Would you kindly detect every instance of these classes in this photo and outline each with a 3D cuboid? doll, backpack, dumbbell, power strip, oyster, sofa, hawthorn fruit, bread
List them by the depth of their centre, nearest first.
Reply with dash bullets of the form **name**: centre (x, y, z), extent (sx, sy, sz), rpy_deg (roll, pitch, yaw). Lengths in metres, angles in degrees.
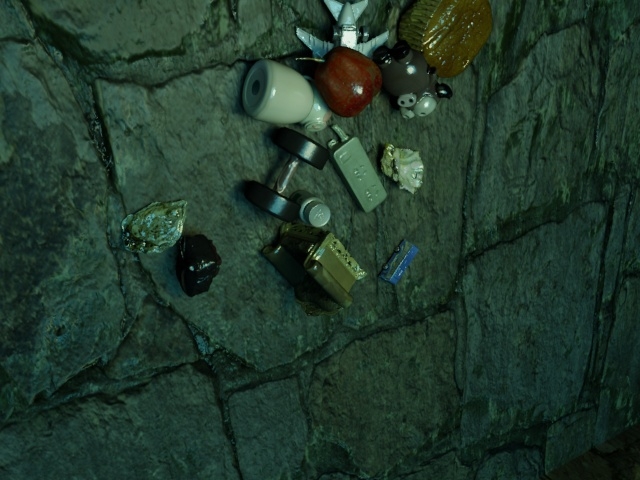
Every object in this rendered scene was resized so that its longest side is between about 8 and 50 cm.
- **hawthorn fruit**: centre (0.047, -0.407, 1.292), extent (0.203, 0.162, 0.162), rpy_deg (42, 87, -13)
- **oyster**: centre (-0.415, -0.034, 1.342), extent (0.177, 0.064, 0.125), rpy_deg (-15, 102, -12)
- **backpack**: centre (-0.319, 0.068, 1.385), extent (0.106, 0.120, 0.165), rpy_deg (-12, 148, -26)
- **dumbbell**: centre (-0.088, -0.173, 1.400), extent (0.152, 0.152, 0.218), rpy_deg (27, 96, -33)
- **doll**: centre (0.246, -0.433, 1.448), extent (0.257, 0.182, 0.117), rpy_deg (47, 52, -45)
- **sofa**: centre (-0.035, 0.083, 1.471), extent (0.182, 0.258, 0.200), rpy_deg (-51, 125, -18)
- **bread**: centre (0.349, -0.590, 1.475), extent (0.253, 0.142, 0.227), rpy_deg (-50, 131, -4)
- **power strip**: centre (0.098, -0.212, 1.543), extent (0.093, 0.053, 0.288), rpy_deg (-39, 123, -8)
- **oyster**: centre (0.249, -0.217, 1.618), extent (0.209, 0.072, 0.132), rpy_deg (3, 102, -49)

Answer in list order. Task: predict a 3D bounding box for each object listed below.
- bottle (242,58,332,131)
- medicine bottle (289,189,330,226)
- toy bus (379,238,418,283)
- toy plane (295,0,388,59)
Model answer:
- **bottle**: centre (-0.067, -0.358, 1.350), extent (0.237, 0.147, 0.147), rpy_deg (7, 106, -37)
- **medicine bottle**: centre (-0.030, -0.087, 1.477), extent (0.080, 0.130, 0.080), rpy_deg (-10, 113, -24)
- **toy bus**: centre (0.256, 0.071, 1.733), extent (0.051, 0.061, 0.153), rpy_deg (33, 91, -39)
- **toy plane**: centre (0.061, -0.496, 1.382), extent (0.251, 0.101, 0.255), rpy_deg (-3, 111, -14)
